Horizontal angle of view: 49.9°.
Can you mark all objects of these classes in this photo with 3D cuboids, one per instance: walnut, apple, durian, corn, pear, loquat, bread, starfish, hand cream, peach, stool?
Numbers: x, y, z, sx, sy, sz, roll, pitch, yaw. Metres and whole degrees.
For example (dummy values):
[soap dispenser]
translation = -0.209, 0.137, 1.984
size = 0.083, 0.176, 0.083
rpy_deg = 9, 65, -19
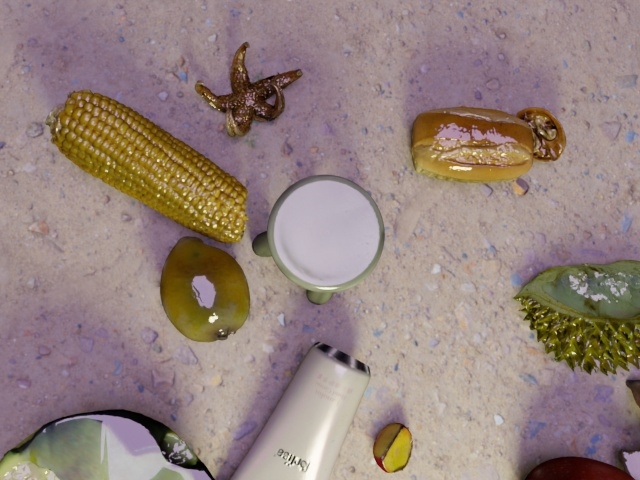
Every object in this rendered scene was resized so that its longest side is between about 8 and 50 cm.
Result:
[walnut]
translation = 0.436, -0.211, 1.359
size = 0.091, 0.052, 0.121
rpy_deg = -37, 85, 32
[apple]
translation = 0.465, 0.492, 1.212
size = 0.201, 0.218, 0.218
rpy_deg = -5, 85, -17
[durian]
translation = 0.571, 0.146, 1.340
size = 0.395, 0.163, 0.198
rpy_deg = -9, 47, -13
[corn]
translation = -0.292, -0.130, 1.215
size = 0.387, 0.144, 0.143
rpy_deg = 29, 81, -8
[pear]
translation = -0.346, 0.468, 1.126
size = 0.399, 0.165, 0.398
rpy_deg = 1, 84, -8
[loquat]
translation = -0.204, 0.085, 1.202
size = 0.152, 0.152, 0.195
rpy_deg = -24, 80, -10
[bread]
translation = 0.289, -0.180, 1.304
size = 0.237, 0.106, 0.139
rpy_deg = 3, 87, -2
[starfish]
translation = -0.129, -0.286, 1.283
size = 0.190, 0.074, 0.146
rpy_deg = -30, 90, -10
[hand cream]
translation = -0.036, 0.357, 1.216
size = 0.186, 0.118, 0.358
rpy_deg = 26, 87, -4
[peach]
translation = 0.129, 0.377, 1.260
size = 0.077, 0.050, 0.083
rpy_deg = 0, 94, -31
[stool]
translation = 0.000, 0.000, 1.210
size = 0.195, 0.198, 0.195
rpy_deg = 41, 79, 0

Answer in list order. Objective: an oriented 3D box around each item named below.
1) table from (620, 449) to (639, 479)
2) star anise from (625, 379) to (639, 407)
[table]
translation = 0.648, 0.498, 1.271
size = 0.167, 0.167, 0.226
rpy_deg = -5, 79, -8
[star anise]
translation = 0.673, 0.331, 1.278
size = 0.172, 0.208, 0.063
rpy_deg = 18, 119, 2
